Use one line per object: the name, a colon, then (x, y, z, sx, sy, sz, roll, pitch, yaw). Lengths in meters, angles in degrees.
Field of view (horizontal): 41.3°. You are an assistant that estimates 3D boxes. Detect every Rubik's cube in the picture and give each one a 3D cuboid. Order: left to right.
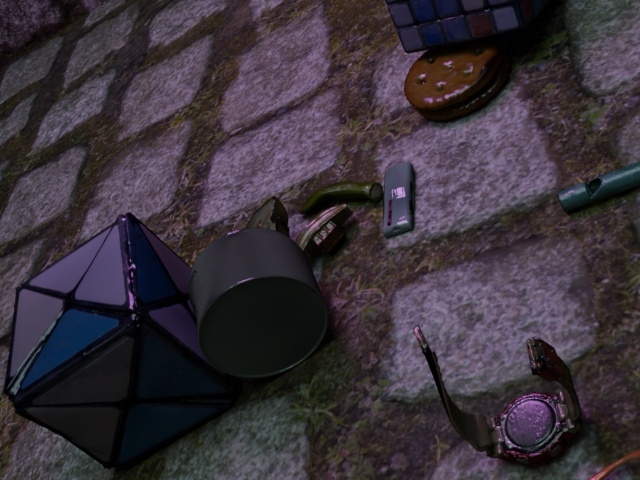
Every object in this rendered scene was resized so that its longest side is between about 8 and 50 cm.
Rubik's cube: (-0.361, 0.187, 1.563, 0.305, 0.307, 0.310, -30, 40, 11)
Rubik's cube: (0.299, -0.584, 1.722, 0.293, 0.287, 0.292, 0, 34, 42)

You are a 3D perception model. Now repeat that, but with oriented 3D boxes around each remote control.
remote control: (0.145, -0.080, 1.616, 0.065, 0.029, 0.166, -19, 42, 26)

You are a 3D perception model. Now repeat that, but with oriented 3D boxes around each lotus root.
lotus root: (-0.101, 0.015, 1.680, 0.203, 0.078, 0.183, -30, 43, 61)

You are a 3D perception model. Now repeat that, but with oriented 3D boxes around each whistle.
whistle: (0.468, -0.093, 1.334, 0.186, 0.039, 0.039, -21, 41, 24)

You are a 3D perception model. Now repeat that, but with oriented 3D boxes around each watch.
watch: (0.233, 0.184, 1.077, 0.164, 0.268, 0.102, -19, 41, 13)

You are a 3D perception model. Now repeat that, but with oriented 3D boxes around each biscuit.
biscuit: (0.276, -0.337, 1.728, 0.220, 0.066, 0.220, -24, 40, 22)

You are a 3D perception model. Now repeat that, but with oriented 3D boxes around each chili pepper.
chili pepper: (0.038, -0.092, 1.714, 0.201, 0.050, 0.052, -9, 11, 39)

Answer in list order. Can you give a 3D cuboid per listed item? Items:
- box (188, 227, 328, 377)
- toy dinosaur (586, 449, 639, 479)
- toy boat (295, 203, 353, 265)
box: (-0.112, 0.109, 1.490, 0.226, 0.226, 0.149, -35, 36, 9)
toy dinosaur: (0.289, 0.341, 1.039, 0.279, 0.055, 0.101, -31, 15, 18)
toy boat: (0.000, 0.000, 1.641, 0.066, 0.065, 0.172, 36, 83, 32)
